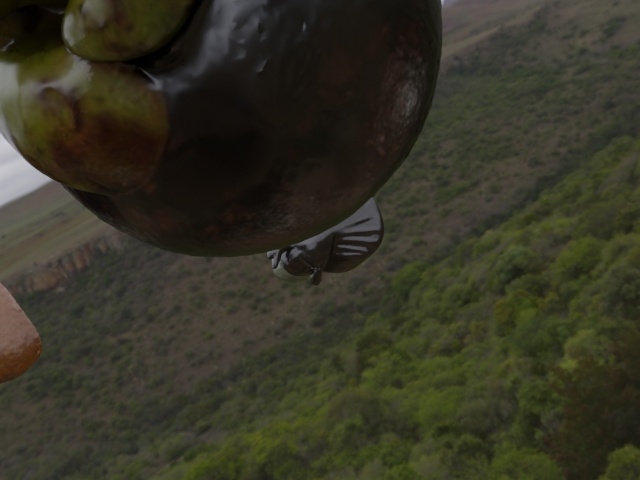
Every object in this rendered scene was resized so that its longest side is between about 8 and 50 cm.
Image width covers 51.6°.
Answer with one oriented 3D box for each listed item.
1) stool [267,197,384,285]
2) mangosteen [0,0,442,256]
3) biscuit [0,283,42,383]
[{"bbox_3d":[0.000,0.000,0.903,0.217,0.125,0.121,-43,0,-41],"label":"stool"},{"bbox_3d":[-0.072,-0.149,0.431,0.296,0.314,0.297,-15,44,15],"label":"mangosteen"},{"bbox_3d":[-0.373,0.072,0.607,0.036,0.186,0.192,-38,-5,33],"label":"biscuit"}]
